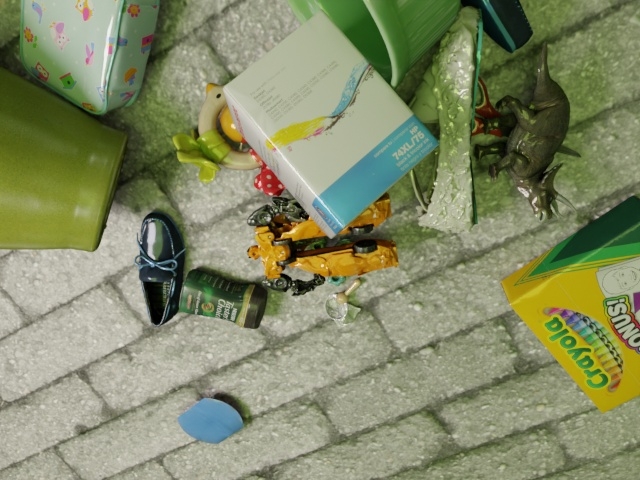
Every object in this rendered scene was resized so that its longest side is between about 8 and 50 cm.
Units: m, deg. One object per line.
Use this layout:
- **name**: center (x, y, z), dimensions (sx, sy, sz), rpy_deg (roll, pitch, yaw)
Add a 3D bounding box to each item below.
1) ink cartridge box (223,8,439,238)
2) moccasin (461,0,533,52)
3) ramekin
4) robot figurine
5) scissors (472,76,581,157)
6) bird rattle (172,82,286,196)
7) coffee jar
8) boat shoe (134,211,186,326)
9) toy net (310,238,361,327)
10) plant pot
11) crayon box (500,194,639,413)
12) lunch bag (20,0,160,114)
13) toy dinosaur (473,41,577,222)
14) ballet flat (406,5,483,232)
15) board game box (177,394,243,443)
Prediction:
- **ink cartridge box**: center (0.009, -0.172, 0.805), dimensions (0.197, 0.198, 0.270), rpy_deg (-41, 90, -6)
- **moccasin**: center (0.252, -0.465, 0.776), dimensions (0.117, 0.138, 0.342), rpy_deg (-35, 107, 13)
- **ramekin**: center (0.064, -0.385, 0.736), dimensions (0.148, 0.303, 0.303), rpy_deg (-41, 105, -2)
- **robot figurine**: center (0.000, 0.000, 0.971), dimensions (0.291, 0.085, 0.211), rpy_deg (-8, 111, 8)
- **scissors**: center (0.351, -0.203, 0.943), dimensions (0.297, 0.021, 0.109), rpy_deg (32, 111, -10)
- **bird rattle**: center (-0.142, -0.192, 0.933), dimensions (0.253, 0.143, 0.207), rpy_deg (7, 97, -1)
- **coffee jar**: center (-0.213, 0.132, 1.096), dimensions (0.184, 0.079, 0.096), rpy_deg (14, 113, -2)
- **boat shoe**: center (-0.342, 0.069, 1.073), dimensions (0.109, 0.089, 0.258), rpy_deg (-2, 113, 5)
- **toy net**: center (0.031, 0.100, 1.080), dimensions (0.122, 0.045, 0.232), rpy_deg (0, 113, 4)
- **plant pot**: center (-0.548, -0.133, 0.874), dimensions (0.353, 0.366, 0.366), rpy_deg (15, 114, -21)
- **crayon box**: center (0.614, 0.144, 1.019), dimensions (0.313, 0.106, 0.363), rpy_deg (-39, 105, 18)
- **lunch bag**: center (-0.406, -0.384, 0.852), dimensions (0.224, 0.108, 0.279), rpy_deg (31, 121, 8)
- **toy dinosaur**: center (0.379, -0.191, 0.888), dimensions (0.160, 0.121, 0.313), rpy_deg (-4, 114, -7)
- **ballet flat**: center (0.215, -0.183, 0.873), dimensions (0.147, 0.147, 0.409), rpy_deg (-5, 122, 7)
- **board game box**: center (-0.277, 0.453, 1.264), dimensions (0.169, 0.033, 0.133), rpy_deg (-39, 110, 23)
